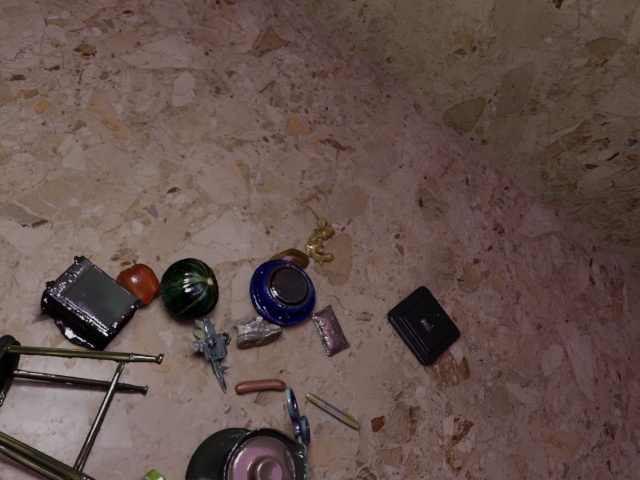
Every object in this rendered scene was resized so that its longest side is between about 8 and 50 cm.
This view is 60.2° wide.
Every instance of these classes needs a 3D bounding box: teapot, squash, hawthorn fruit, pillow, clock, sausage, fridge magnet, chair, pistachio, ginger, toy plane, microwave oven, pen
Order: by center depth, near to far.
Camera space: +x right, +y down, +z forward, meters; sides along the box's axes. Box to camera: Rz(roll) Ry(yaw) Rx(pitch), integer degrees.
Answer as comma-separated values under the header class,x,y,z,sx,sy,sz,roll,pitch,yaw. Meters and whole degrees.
class,x,y,z,sx,sy,sz,roll,pitch,yaw
chair,-0.700,0.455,1.472,0.410,0.364,0.361,21,56,-12
teapot,-0.240,0.692,1.576,0.376,0.362,0.305,-20,75,-35
microwave oven,-0.712,0.202,1.706,0.247,0.178,0.188,39,49,-4
hawthorn fruit,-0.602,0.148,1.834,0.133,0.133,0.137,-38,101,-38
toy plane,-0.349,0.382,1.866,0.192,0.088,0.261,-7,69,-62
squash,-0.441,0.165,1.870,0.173,0.218,0.218,-15,67,5
sausage,-0.203,0.502,1.908,0.186,0.043,0.043,3,62,-28
pen,0.046,0.610,1.993,0.233,0.032,0.040,35,29,-7
fridge magnet,-0.136,0.189,2.073,0.266,0.113,0.265,14,58,-23
pillow,0.039,0.343,2.129,0.118,0.043,0.185,-18,73,-37
pistachio,-0.118,0.070,2.191,0.173,0.049,0.089,0,64,-30
ginger,0.000,0.000,2.294,0.176,0.052,0.193,-16,74,-40
clock,0.446,0.356,2.346,0.273,0.049,0.278,-32,82,-38

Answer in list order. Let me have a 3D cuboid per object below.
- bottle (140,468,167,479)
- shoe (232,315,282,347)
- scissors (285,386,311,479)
class,x,y,z,sx,sy,sz,roll,pitch,yaw
bottle,-0.564,0.781,1.516,0.093,0.093,0.330,50,52,4
shoe,-0.227,0.322,1.973,0.180,0.089,0.092,-6,55,-34
scissors,-0.056,0.668,1.723,0.029,0.256,0.383,-15,38,4
